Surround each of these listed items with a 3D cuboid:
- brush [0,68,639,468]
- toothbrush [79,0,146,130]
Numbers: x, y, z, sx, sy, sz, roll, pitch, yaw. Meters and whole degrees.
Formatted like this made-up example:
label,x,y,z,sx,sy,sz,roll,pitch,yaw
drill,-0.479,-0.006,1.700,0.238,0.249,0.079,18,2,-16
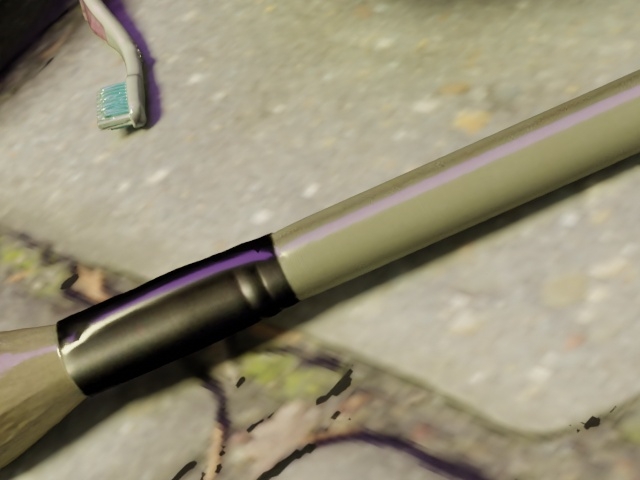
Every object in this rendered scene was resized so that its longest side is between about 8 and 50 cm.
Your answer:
label,x,y,z,sx,sy,sz,roll,pitch,yaw
brush,0.000,0.000,0.549,0.299,0.039,0.042,-25,78,8
toothbrush,-0.089,-0.098,0.758,0.022,0.017,0.204,-12,36,-5
